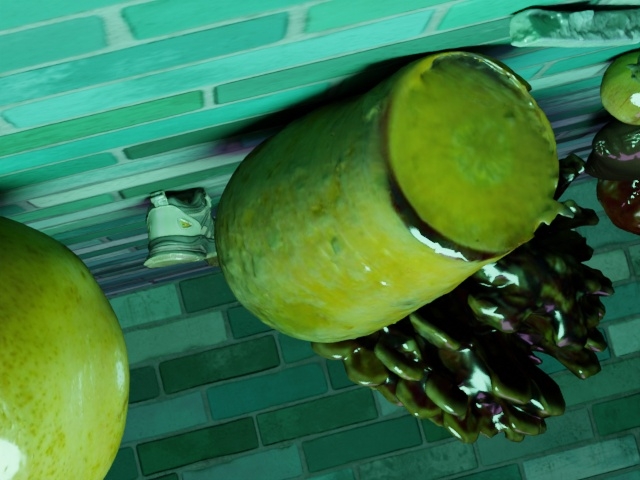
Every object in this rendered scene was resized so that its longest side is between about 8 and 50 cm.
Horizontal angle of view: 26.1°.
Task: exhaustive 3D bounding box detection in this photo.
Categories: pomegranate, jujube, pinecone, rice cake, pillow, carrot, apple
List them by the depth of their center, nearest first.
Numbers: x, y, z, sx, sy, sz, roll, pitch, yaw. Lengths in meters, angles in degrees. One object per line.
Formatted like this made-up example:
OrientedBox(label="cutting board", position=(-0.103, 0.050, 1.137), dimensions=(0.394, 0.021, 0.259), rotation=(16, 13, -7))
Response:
OrientedBox(label="rice cake", position=(0.218, -0.175, 1.137), dimensions=(0.042, 0.030, 0.180), rotation=(-10, -179, 42))
OrientedBox(label="carrot", position=(0.045, -0.029, 1.291), dimensions=(0.224, 0.224, 0.341), rotation=(-12, 173, -32))
OrientedBox(label="pomegranate", position=(-0.386, 0.160, 1.297), dimensions=(0.417, 0.416, 0.416), rotation=(-14, 177, -1))
OrientedBox(label="apple", position=(0.341, -0.165, 1.466), dimensions=(0.084, 0.084, 0.071), rotation=(-13, 150, -22))
OrientedBox(label="pinecone", position=(0.170, 0.032, 1.621), dimensions=(0.398, 0.397, 0.398), rotation=(-14, 177, -1))
OrientedBox(label="pillow", position=(0.552, -0.164, 2.075), dimensions=(0.308, 0.108, 0.305), rotation=(-15, 175, 7))
OrientedBox(label="jujube", position=(0.604, -0.124, 2.318), dimensions=(0.290, 0.197, 0.197), rotation=(-33, 173, 10))

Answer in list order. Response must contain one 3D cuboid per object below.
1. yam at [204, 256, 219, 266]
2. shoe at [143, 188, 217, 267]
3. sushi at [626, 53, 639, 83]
OrientedBox(label="yam", position=(-0.103, -0.014, 2.310), dimensions=(0.066, 0.066, 0.300), rotation=(-11, 174, -40))
OrientedBox(label="shoe", position=(-0.173, -0.018, 1.729), dimensions=(0.089, 0.092, 0.180), rotation=(-10, -179, 17))
OrientedBox(label="sushi", position=(0.332, -0.167, 1.186), dimensions=(0.103, 0.097, 0.226), rotation=(-10, 174, -11))
